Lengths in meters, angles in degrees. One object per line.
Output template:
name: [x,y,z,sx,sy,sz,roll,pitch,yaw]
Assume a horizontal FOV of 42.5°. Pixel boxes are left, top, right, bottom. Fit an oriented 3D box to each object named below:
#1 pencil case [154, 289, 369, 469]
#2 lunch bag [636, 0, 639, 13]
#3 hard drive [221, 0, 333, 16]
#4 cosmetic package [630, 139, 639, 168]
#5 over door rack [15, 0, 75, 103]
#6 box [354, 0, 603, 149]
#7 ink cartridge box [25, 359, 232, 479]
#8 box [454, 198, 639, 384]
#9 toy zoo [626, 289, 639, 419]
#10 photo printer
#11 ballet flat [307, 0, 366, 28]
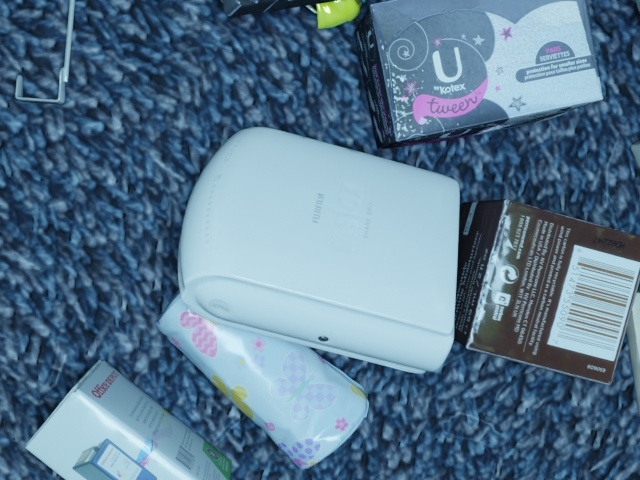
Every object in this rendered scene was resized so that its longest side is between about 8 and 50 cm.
pencil case: [-0.069,0.143,0.986,0.273,0.113,0.124,47,59,-4]
lunch bag: [0.468,-0.398,0.967,0.256,0.212,0.305,-22,92,14]
hard drive: [0.021,-0.397,0.940,0.339,0.064,0.236,-18,93,-26]
cosmetic package: [0.493,-0.075,0.920,0.113,0.309,0.160,-28,93,-3]
over door rack: [-0.278,-0.308,0.893,0.108,0.239,0.324,17,90,1]
box: [0.182,-0.209,0.976,0.247,0.142,0.163,-12,92,-3]
ink cartridge box: [-0.214,0.249,0.956,0.212,0.154,0.093,42,90,-5]
box: [0.244,0.052,0.959,0.167,0.203,0.168,14,91,-4]
toy zoo: [0.550,0.137,1.071,0.293,0.030,0.192,-10,93,-4]
photo printer: [0.000,0.000,0.931,0.308,0.107,0.256,15,49,-4]
ballet flat: [-0.034,-0.359,0.993,0.077,0.077,0.231,-32,96,13]
